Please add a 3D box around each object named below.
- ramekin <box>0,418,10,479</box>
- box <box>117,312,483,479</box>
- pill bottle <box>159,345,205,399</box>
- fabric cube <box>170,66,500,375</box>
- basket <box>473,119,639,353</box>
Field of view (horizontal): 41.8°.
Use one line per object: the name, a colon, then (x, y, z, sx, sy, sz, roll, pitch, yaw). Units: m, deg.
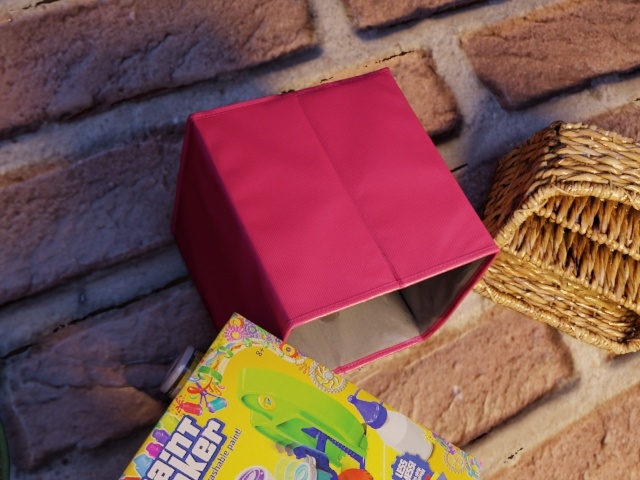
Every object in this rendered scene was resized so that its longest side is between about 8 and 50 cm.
ramekin: (-0.465, 0.236, 0.819, 0.303, 0.148, 0.303, 5, 75, -19)
box: (-0.049, 0.274, 0.740, 0.279, 0.177, 0.290, 31, 44, 1)
pill bottle: (-0.128, 0.182, 1.002, 0.116, 0.065, 0.065, 35, 67, -9)
fabric cube: (0.000, 0.000, 0.964, 0.259, 0.254, 0.258, -18, 66, -22)
basket: (0.390, 0.002, 1.157, 0.299, 0.213, 0.223, 26, 69, -12)
